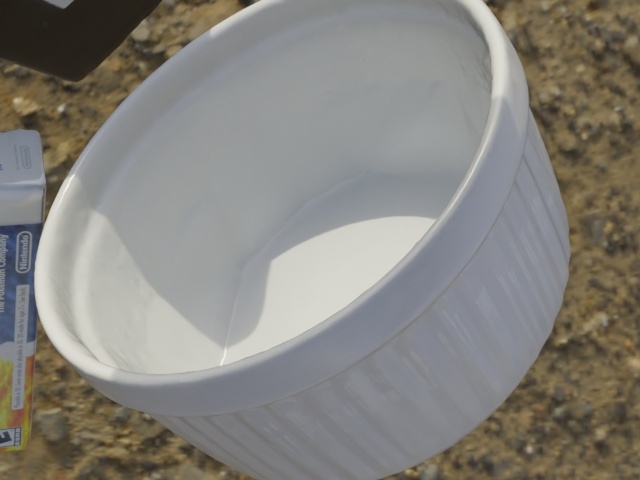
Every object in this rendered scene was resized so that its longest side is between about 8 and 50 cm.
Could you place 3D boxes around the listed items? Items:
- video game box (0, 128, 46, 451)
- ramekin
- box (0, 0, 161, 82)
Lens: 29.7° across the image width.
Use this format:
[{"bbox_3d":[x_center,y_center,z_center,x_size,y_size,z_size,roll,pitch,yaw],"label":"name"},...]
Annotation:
[{"bbox_3d":[-0.235,0.036,0.597,0.187,0.205,0.048,-1,44,-17],"label":"video game box"},{"bbox_3d":[0.000,0.000,0.486,0.109,0.207,0.207,52,55,-39],"label":"ramekin"},{"bbox_3d":[-0.245,-0.312,0.644,0.395,0.212,0.293,49,12,13],"label":"box"}]
